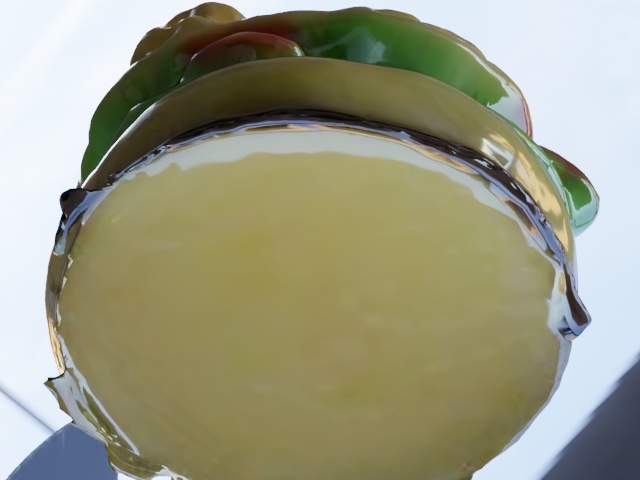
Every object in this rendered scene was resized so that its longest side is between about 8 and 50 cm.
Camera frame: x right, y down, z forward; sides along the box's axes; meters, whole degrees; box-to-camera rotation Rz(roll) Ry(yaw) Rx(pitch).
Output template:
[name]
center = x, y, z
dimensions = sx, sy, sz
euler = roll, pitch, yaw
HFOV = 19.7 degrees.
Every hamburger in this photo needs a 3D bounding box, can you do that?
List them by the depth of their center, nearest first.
[hamburger]
center = 0.000, 0.000, 0.780
dimensions = 0.237, 0.237, 0.149
euler = -32, -152, 21

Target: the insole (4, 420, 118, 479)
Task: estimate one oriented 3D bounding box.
[insole]
center = -0.169, 0.203, 0.837
dimensions = 0.007, 0.109, 0.322
euler = 10, -131, 25
